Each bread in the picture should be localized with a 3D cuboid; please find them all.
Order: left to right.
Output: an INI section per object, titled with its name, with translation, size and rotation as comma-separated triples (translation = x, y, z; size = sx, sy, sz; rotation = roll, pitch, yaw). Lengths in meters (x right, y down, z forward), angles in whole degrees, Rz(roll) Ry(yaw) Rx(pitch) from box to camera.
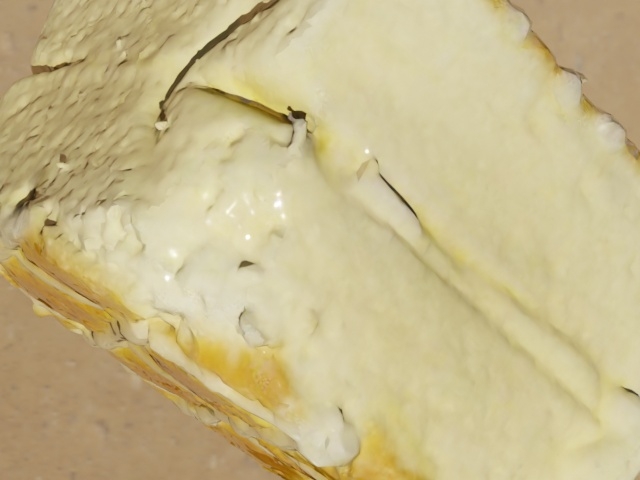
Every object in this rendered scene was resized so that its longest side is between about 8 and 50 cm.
[bread]
translation = 0.000, 0.000, 0.952
size = 0.371, 0.390, 0.279
rotation = 43, 76, -31
